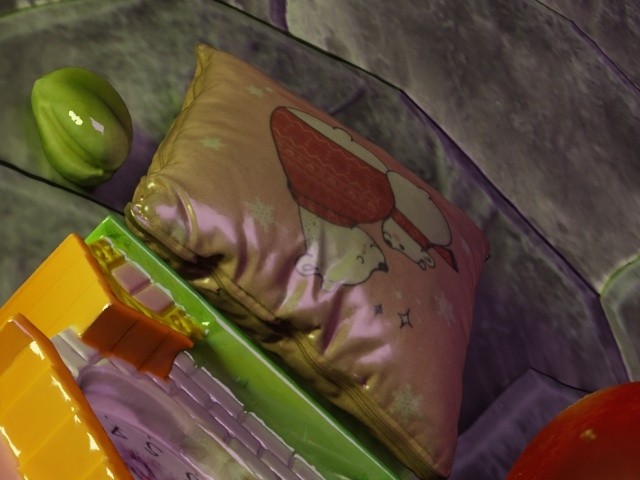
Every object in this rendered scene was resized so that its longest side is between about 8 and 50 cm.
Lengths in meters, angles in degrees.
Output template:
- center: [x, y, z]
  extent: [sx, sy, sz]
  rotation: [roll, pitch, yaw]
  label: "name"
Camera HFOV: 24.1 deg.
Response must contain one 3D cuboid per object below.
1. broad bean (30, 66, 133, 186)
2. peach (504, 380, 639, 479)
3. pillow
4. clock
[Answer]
- center: [-0.131, -0.066, 0.829]
  extent: [0.063, 0.045, 0.083]
  rotation: [25, 29, -28]
  label: "broad bean"
- center: [0.193, 0.181, 0.746]
  extent: [0.243, 0.199, 0.243]
  rotation: [38, 30, -26]
  label: "peach"
- center: [0.000, 0.000, 0.852]
  extent: [0.236, 0.084, 0.223]
  rotation: [39, 31, -12]
  label: "pillow"
- center: [-0.055, 0.110, 0.551]
  extent: [0.220, 0.106, 0.255]
  rotation: [42, 6, -1]
  label: "clock"
